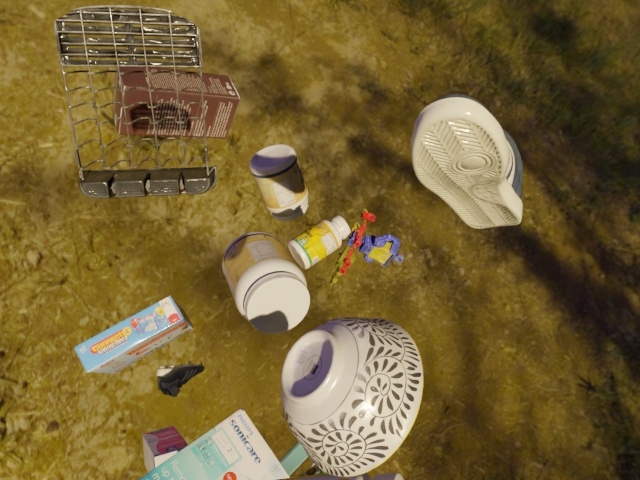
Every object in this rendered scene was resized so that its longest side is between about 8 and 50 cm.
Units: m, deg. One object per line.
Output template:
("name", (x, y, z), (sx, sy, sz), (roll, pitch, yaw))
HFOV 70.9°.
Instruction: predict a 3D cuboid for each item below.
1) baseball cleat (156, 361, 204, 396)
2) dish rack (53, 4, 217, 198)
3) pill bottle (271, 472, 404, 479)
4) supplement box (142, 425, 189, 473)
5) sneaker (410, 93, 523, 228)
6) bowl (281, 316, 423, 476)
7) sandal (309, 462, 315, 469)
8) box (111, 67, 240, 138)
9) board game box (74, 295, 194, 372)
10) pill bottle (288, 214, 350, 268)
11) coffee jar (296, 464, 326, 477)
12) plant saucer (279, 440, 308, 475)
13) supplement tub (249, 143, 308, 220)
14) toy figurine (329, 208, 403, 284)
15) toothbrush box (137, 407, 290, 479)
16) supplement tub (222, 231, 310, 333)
("baseball cleat", (-0.471, 0.466, 1.512), (0.206, 0.072, 0.110), (19, 65, -58))
("dish rack", (-0.263, -0.190, 0.658), (0.208, 0.272, 0.074), (-4, 23, -14))
("pill bottle", (0.021, 0.401, 0.649), (0.119, 0.208, 0.119), (-16, 90, -73))
("supplement box", (-0.510, 0.712, 1.485), (0.111, 0.220, 0.114), (-5, 89, -32))
("sneaker", (0.231, -0.141, 0.689), (0.350, 0.131, 0.148), (35, 57, -56))
("bowl", (0.013, 0.142, 0.465), (0.080, 0.170, 0.170), (39, 39, -33))
("sandal", (-0.022, 0.871, 1.522), (0.102, 0.169, 0.416), (26, 73, 17))
("box", (-0.491, -0.464, 1.529), (0.381, 0.191, 0.143), (-7, 56, -35))
("board game box", (-0.591, 0.317, 1.481), (0.308, 0.302, 0.086), (-29, 80, -17))
("pill bottle", (0.000, 0.000, 1.590), (0.208, 0.117, 0.118), (-33, 74, -16))
("coffee jar", (-0.022, 0.654, 1.190), (0.184, 0.096, 0.079), (-27, 91, -18))
("plant saucer", (-0.082, 0.743, 1.546), (0.067, 0.192, 0.018), (34, 20, -12))
("supplement tub", (-0.188, -0.273, 2.155), (0.228, 0.316, 0.228), (-11, 39, 9))
("toy figurine", (0.194, 0.065, 1.671), (0.217, 0.362, 0.191), (19, 55, -5))
("toothbrush box", (-0.247, 0.572, 1.027), (0.295, 0.126, 0.216), (-25, 63, -36))
("supplement tub", (-0.186, 0.135, 1.515), (0.241, 0.241, 0.331), (7, 22, -27))
